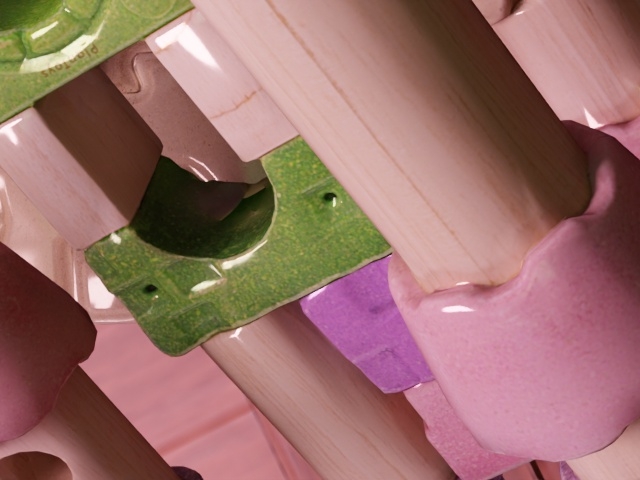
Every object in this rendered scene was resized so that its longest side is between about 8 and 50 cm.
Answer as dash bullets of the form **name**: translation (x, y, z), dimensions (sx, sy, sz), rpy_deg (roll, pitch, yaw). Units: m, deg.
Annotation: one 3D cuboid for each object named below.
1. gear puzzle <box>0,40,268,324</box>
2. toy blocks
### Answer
- **gear puzzle**: translation (-0.076, -0.054, 0.665), dimensions (0.339, 0.044, 0.175), rpy_deg (-3, 92, 17)
- **toy blocks**: translation (0.000, 0.000, 0.536), dimensions (0.289, 0.309, 0.260), rpy_deg (-27, 118, 27)
